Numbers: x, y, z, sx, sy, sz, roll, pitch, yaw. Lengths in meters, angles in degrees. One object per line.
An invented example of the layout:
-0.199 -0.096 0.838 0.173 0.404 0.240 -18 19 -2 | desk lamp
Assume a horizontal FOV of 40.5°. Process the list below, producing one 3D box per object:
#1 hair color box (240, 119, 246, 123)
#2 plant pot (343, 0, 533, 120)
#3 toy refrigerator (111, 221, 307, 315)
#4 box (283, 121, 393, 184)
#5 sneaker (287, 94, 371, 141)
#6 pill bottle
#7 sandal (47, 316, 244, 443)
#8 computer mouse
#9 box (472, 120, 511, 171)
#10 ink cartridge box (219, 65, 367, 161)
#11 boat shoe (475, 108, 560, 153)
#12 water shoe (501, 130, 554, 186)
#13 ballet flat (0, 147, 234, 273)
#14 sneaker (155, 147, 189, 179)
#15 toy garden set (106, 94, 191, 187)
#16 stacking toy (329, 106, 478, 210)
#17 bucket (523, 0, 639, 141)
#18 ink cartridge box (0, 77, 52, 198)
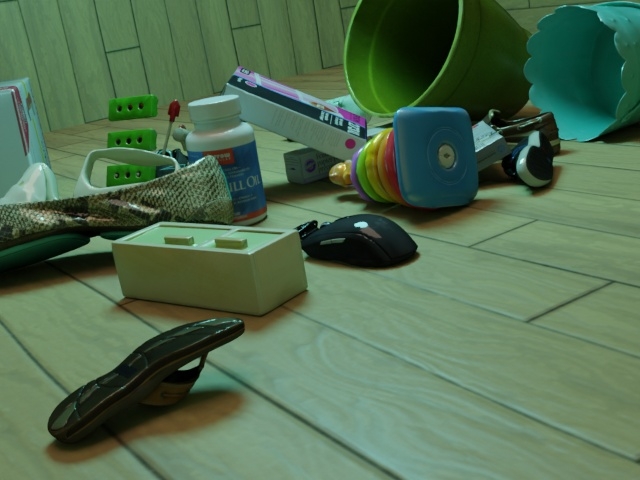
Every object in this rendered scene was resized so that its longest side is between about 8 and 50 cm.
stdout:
-0.169 -0.154 1.682 0.053 0.167 0.093 -4 17 19 | hair color box
0.302 -0.420 1.974 0.352 0.367 0.366 10 1 -38 | plant pot
-0.158 0.029 1.194 0.269 0.094 0.102 5 21 38 | toy refrigerator
0.072 -0.193 1.858 0.323 0.063 0.067 -20 19 -33 | box
0.007 -0.312 2.235 0.255 0.094 0.151 -7 8 46 | sneaker
-0.171 -0.140 1.538 0.124 0.222 0.124 -9 17 3 | pill bottle
-0.170 0.147 0.889 0.219 0.060 0.090 -35 21 -26 | sandal
0.000 0.000 1.264 0.184 0.060 0.262 -21 20 -37 | computer mouse
0.261 -0.157 1.597 0.145 0.038 0.186 -30 16 7 | box
-0.013 -0.232 1.712 0.370 0.069 0.176 23 21 -7 | ink cartridge box
0.343 -0.214 1.723 0.257 0.095 0.095 -2 18 23 | boat shoe
0.358 -0.127 1.514 0.080 0.073 0.203 -32 6 29 | water shoe
-0.388 -0.058 1.449 0.482 0.182 0.164 -10 -8 1 | ballet flat
-0.297 -0.152 1.858 0.101 0.106 0.267 -7 15 13 | sneaker
-0.325 -0.161 1.707 0.203 0.245 0.049 -1 -5 26 | toy garden set
0.113 -0.125 1.502 0.175 0.166 0.301 -6 0 -37 | stacking toy
0.573 -0.348 1.762 0.183 0.281 0.281 -13 16 -28 | bucket
-0.754 -0.230 2.060 0.160 0.279 0.385 -12 17 -10 | ink cartridge box
